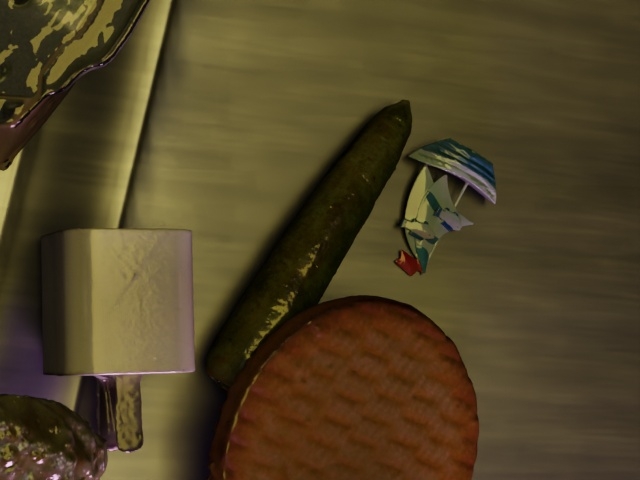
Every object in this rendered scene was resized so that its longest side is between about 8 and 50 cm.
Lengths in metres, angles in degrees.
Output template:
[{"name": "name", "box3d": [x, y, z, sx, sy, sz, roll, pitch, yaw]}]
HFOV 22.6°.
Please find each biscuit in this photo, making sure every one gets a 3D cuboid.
[{"name": "biscuit", "box3d": [0.027, 0.207, 1.574, 0.318, 0.040, 0.317, -8, 104, -34]}]

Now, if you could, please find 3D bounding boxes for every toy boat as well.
[{"name": "toy boat", "box3d": [0.117, -0.044, 1.681, 0.149, 0.034, 0.105, -41, 106, -8]}]

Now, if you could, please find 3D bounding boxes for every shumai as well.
[{"name": "shumai", "box3d": [-0.316, 0.236, 1.375, 0.256, 0.189, 0.218, 7, 84, -12]}]

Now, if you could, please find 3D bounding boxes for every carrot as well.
[{"name": "carrot", "box3d": [0.000, 0.000, 1.598, 0.074, 0.074, 0.358, 38, 71, -17]}]

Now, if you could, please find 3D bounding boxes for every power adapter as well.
[{"name": "power adapter", "box3d": [-0.187, 0.093, 1.475, 0.125, 0.130, 0.204, 0, 87, -24]}]

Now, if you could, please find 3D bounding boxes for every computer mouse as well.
[{"name": "computer mouse", "box3d": [-0.288, -0.192, 1.463, 0.199, 0.115, 0.389, 38, 84, 0]}]
